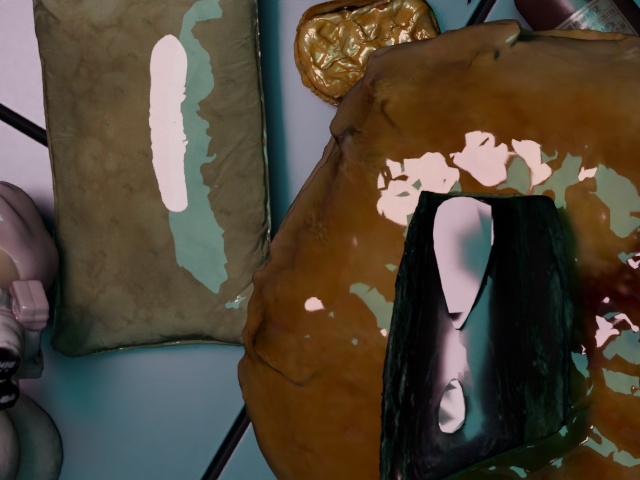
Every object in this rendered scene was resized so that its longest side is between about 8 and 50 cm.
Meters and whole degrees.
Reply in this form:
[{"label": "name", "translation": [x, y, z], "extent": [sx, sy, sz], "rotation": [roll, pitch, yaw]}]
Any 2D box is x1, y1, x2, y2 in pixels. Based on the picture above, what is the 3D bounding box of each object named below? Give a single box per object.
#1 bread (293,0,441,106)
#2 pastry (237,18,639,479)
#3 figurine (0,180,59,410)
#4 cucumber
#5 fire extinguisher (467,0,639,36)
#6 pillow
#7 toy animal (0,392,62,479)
[{"label": "bread", "translation": [0.035, -0.141, 1.331], "extent": [0.110, 0.044, 0.083], "rotation": [-12, 90, 2]}, {"label": "pastry", "translation": [0.139, 0.052, 1.214], "extent": [0.409, 0.245, 0.409], "rotation": [2, 96, 14]}, {"label": "figurine", "translation": [-0.238, 0.031, 1.284], "extent": [0.112, 0.229, 0.137], "rotation": [-7, 125, -13]}, {"label": "cucumber", "translation": [0.088, 0.066, 1.065], "extent": [0.115, 0.086, 0.193], "rotation": [4, 89, 17]}, {"label": "fire extinguisher", "translation": [0.188, -0.145, 1.311], "extent": [0.099, 0.071, 0.231], "rotation": [-42, 85, 31]}, {"label": "pillow", "translation": [-0.124, -0.058, 1.325], "extent": [0.185, 0.075, 0.302], "rotation": [-4, 91, 17]}, {"label": "toy animal", "translation": [-0.270, 0.158, 1.270], "extent": [0.104, 0.221, 0.131], "rotation": [-36, 88, 8]}]
